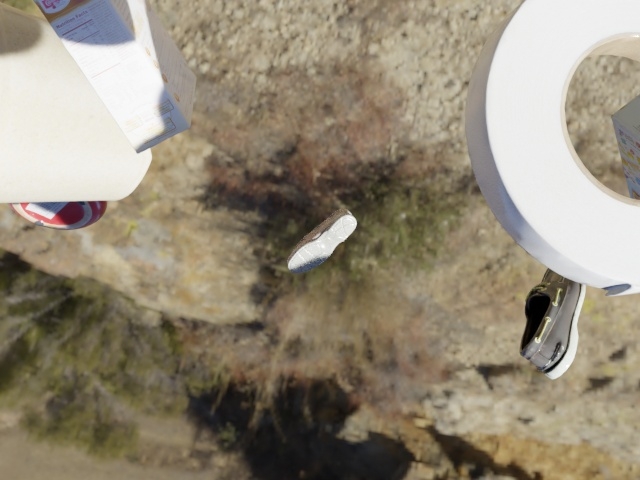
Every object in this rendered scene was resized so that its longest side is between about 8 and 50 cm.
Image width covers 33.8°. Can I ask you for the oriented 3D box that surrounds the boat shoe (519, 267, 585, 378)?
[{"bbox_3d":[0.341,0.103,1.568,0.069,0.227,0.081,32,129,-10],"label":"boat shoe"}]

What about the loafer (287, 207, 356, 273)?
[{"bbox_3d":[0.000,0.000,1.586,0.125,0.039,0.045,-40,122,8],"label":"loafer"}]

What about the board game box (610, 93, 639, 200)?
[{"bbox_3d":[0.568,-0.111,1.625,0.142,0.144,0.275,-37,140,-4],"label":"board game box"}]

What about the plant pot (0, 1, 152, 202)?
[{"bbox_3d":[-0.404,-0.181,1.453,0.306,0.333,0.334,5,157,-38],"label":"plant pot"}]

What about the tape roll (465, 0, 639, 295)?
[{"bbox_3d":[0.361,-0.132,1.234,0.392,0.391,0.072,19,167,-9],"label":"tape roll"}]

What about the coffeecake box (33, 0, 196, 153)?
[{"bbox_3d":[-0.205,-0.205,1.086,0.068,0.142,0.185,-25,118,11],"label":"coffeecake box"}]

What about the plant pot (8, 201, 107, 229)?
[{"bbox_3d":[-0.422,-0.122,1.742,0.191,0.174,0.191,3,148,2],"label":"plant pot"}]
